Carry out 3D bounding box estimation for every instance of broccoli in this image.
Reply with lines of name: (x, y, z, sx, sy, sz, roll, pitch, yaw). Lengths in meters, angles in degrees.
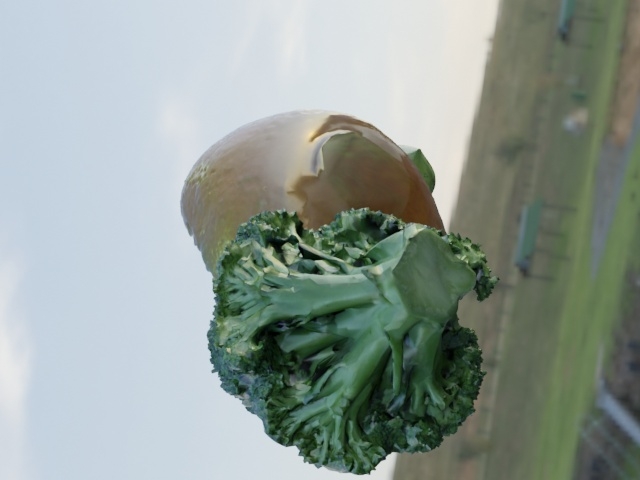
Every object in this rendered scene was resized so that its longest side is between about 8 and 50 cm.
broccoli: (0.032, 0.071, 1.290, 0.241, 0.269, 0.261, -28, 28, 55)

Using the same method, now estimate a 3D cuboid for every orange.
orange: (0.001, -0.006, 1.519, 0.196, 0.262, 0.334, 107, 147, -60)

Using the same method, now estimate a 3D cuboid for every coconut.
coconut: (0.103, -0.079, 1.804, 0.096, 0.088, 0.088, -56, 9, 39)
